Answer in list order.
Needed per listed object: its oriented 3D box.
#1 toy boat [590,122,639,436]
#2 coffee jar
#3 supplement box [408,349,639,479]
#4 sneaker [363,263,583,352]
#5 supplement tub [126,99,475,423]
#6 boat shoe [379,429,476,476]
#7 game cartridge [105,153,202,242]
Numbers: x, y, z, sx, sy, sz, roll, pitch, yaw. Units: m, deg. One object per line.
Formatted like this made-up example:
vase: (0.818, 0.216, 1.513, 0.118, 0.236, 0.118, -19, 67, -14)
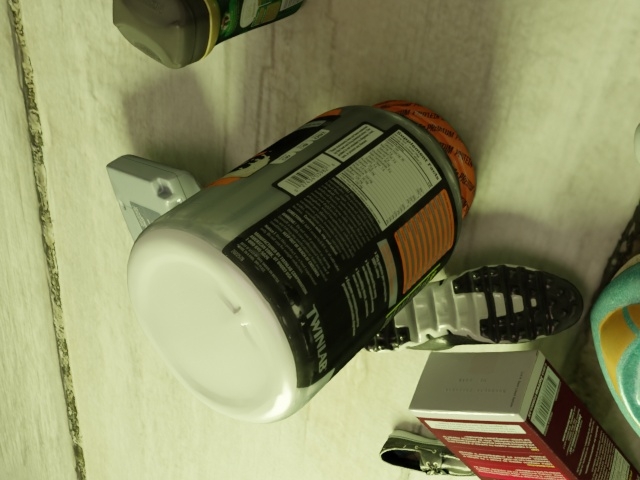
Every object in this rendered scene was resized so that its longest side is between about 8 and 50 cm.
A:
toy boat: (0.290, 0.045, 0.638, 0.267, 0.148, 0.318, -138, 43, -63)
coffee jar: (-0.101, -0.228, 0.795, 0.096, 0.184, 0.079, 34, 136, 19)
supplement box: (0.211, 0.205, 0.856, 0.130, 0.073, 0.239, -8, 134, 44)
sneaker: (0.152, 0.071, 0.873, 0.234, 0.106, 0.078, -10, 81, 25)
supplement tub: (0.000, 0.000, 0.771, 0.193, 0.316, 0.194, 23, 131, 29)
boat shoe: (0.137, 0.271, 1.053, 0.142, 0.040, 0.049, 2, 120, 41)
game cartridge: (-0.175, 0.029, 1.108, 0.196, 0.060, 0.294, 16, 132, 49)
